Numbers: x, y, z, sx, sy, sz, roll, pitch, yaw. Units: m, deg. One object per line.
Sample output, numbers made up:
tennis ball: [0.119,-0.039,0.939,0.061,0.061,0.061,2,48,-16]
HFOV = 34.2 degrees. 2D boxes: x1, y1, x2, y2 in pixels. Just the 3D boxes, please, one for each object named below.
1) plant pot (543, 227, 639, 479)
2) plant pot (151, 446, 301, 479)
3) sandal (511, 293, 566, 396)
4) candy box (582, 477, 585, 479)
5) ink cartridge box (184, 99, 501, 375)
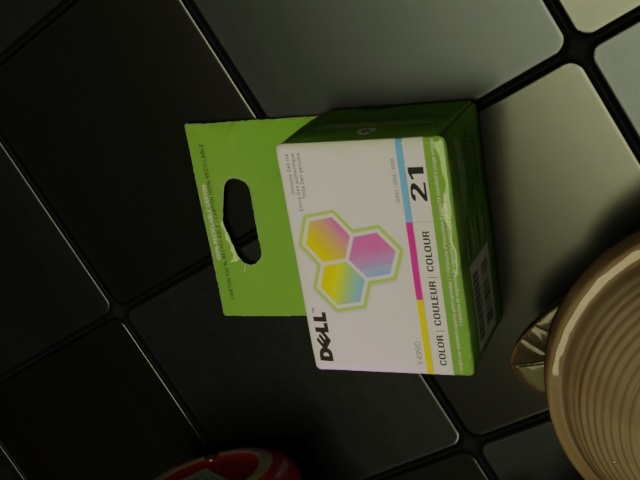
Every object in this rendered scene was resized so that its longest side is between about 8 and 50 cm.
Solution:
plant pot: [0.270,0.106,0.682,0.237,0.110,0.237,2,107,7]
plant pot: [-0.076,0.290,0.933,0.191,0.191,0.174,-11,99,28]
sandal: [0.233,0.035,0.756,0.090,0.060,0.219,39,108,-2]
candy box: [0.295,0.227,0.811,0.109,0.053,0.187,-24,102,30]
ink cartridge box: [0.000,0.000,0.819,0.255,0.097,0.189,-1,111,24]
